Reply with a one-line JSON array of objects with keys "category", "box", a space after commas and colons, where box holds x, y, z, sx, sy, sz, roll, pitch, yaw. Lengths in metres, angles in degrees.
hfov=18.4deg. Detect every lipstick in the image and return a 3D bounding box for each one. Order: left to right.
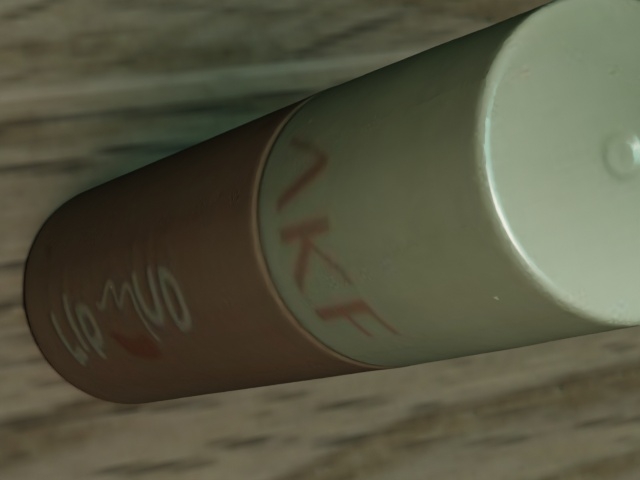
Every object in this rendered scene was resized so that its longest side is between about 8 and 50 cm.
[{"category": "lipstick", "box": [0.000, 0.000, 0.502, 0.070, 0.254, 0.070, 5, 80, -28]}]
